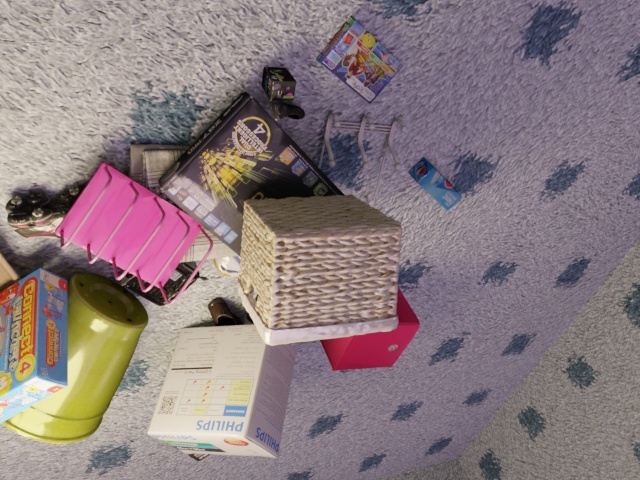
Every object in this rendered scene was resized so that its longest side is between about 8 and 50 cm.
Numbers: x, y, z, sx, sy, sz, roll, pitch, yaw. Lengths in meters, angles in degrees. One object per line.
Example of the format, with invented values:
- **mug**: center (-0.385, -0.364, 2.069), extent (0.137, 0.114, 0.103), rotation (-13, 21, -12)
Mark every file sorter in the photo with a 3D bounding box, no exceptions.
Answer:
- **file sorter**: center (-0.430, -0.009, 1.232), extent (0.290, 0.182, 0.202), rotation (35, 88, -31)

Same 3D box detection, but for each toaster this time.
- **toaster**: center (-0.456, 0.089, 1.516), extent (0.168, 0.110, 0.185), rotation (-38, 135, 9)

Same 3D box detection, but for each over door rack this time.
- **over door rack**: center (0.102, -0.205, 1.540), extent (0.239, 0.108, 0.324), rotation (-1, 130, -26)

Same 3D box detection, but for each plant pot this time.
- **plant pot**: center (-0.677, 0.293, 1.455), extent (0.366, 0.366, 0.353), rotation (32, 98, -43)

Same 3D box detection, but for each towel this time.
- **towel**: center (-0.339, -0.093, 1.379), extent (0.324, 0.056, 0.312), rotation (-3, 110, -24)

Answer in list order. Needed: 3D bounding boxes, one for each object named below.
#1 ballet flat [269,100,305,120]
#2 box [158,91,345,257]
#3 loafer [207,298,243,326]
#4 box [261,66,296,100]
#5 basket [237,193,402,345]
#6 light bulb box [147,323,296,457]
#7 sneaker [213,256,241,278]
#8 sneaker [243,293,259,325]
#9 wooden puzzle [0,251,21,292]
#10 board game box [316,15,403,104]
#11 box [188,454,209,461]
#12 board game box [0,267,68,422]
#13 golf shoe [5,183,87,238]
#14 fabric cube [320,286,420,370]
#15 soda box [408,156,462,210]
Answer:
- **ballet flat**: center (-0.086, -0.321, 1.328), extent (0.173, 0.057, 0.049), rotation (-18, 110, -68)
- **box**: center (-0.165, -0.131, 1.366), extent (0.318, 0.097, 0.395), rotation (-44, 120, 2)
- **loafer**: center (-0.320, 0.290, 1.792), extent (0.080, 0.078, 0.220), rotation (-29, 136, -1)
- **box**: center (-0.103, -0.385, 1.285), extent (0.062, 0.083, 0.052), rotation (-6, 132, -23)
- **basket**: center (-0.016, 0.052, 1.267), extent (0.331, 0.328, 0.266), rotation (-5, 109, -19)
- **light bulb box**: center (-0.301, 0.481, 1.686), extent (0.357, 0.361, 0.225), rotation (-7, 141, 23)
- **sneaker**: center (-0.177, 0.061, 1.636), extent (0.296, 0.112, 0.131), rotation (12, 123, -35)
- **sneaker**: center (-0.117, 0.245, 1.843), extent (0.282, 0.099, 0.153), rotation (5, 129, -27)
- **wooden puzzle**: center (-0.947, 0.062, 1.270), extent (0.347, 0.080, 0.322), rotation (-16, 134, -7)
- **board game box**: center (0.104, -0.462, 1.358), extent (0.201, 0.035, 0.136), rotation (28, 113, -41)
- **box**: center (-0.379, 0.576, 1.858), extent (0.242, 0.307, 0.076), rotation (-31, 137, -1)
- **board game box**: center (-0.759, 0.268, 1.266), extent (0.302, 0.308, 0.086), rotation (-30, 143, 10)
- **golf shoe**: center (-0.628, -0.066, 1.313), extent (0.272, 0.105, 0.120), rotation (-5, 149, -17)
- **fabric cube**: center (0.156, 0.296, 1.915), extent (0.258, 0.259, 0.254), rotation (5, 128, -30)
- **soda box**: center (0.382, -0.184, 1.732), extent (0.071, 0.067, 0.210), rotation (-44, 135, 15)
